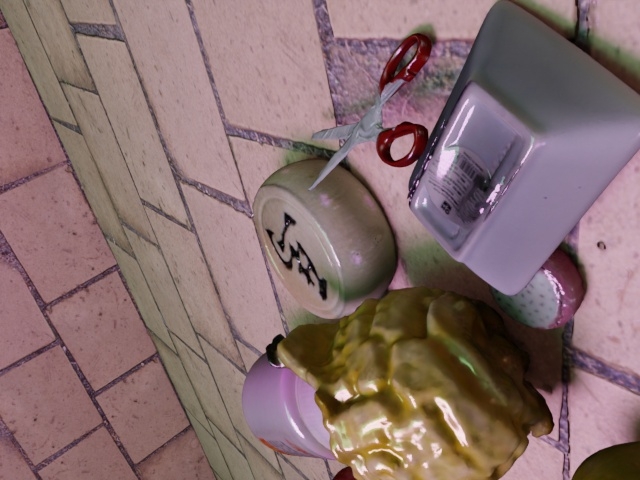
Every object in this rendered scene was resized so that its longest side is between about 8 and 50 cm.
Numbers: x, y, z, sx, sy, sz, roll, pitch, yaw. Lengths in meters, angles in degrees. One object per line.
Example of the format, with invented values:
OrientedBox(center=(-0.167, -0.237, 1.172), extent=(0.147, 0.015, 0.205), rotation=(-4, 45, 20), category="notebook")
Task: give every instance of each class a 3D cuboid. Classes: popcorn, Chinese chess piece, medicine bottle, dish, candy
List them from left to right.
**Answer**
OrientedBox(center=(0.000, 0.000, 0.875), extent=(0.250, 0.101, 0.250), rotation=(39, 146, 33), category="Chinese chess piece")
OrientedBox(center=(0.015, 0.258, 0.981), extent=(0.219, 0.219, 0.388), rotation=(56, 151, 3), category="medicine bottle")
OrientedBox(center=(0.129, 0.175, 0.699), extent=(0.237, 0.293, 0.293), rotation=(-45, 75, 19), category="popcorn")
OrientedBox(center=(0.154, -0.069, 0.537), extent=(0.182, 0.080, 0.243), rotation=(52, 146, 27), category="dish")
OrientedBox(center=(0.229, 0.046, 0.618), extent=(0.103, 0.043, 0.103), rotation=(36, 142, 35), category="candy")

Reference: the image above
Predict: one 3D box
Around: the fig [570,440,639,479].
OrientedBox(center=(0.356, 0.277, 0.526), extent=(0.225, 0.203, 0.202), rotation=(-28, 95, 19), category="fig")

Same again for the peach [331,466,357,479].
OrientedBox(center=(0.073, 0.605, 1.304), extent=(0.152, 0.152, 0.152), rotation=(38, 146, 32), category="peach")

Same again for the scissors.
OrientedBox(center=(0.046, -0.127, 0.673), extent=(0.248, 0.017, 0.144), rotation=(-21, 61, 60), category="scissors")
